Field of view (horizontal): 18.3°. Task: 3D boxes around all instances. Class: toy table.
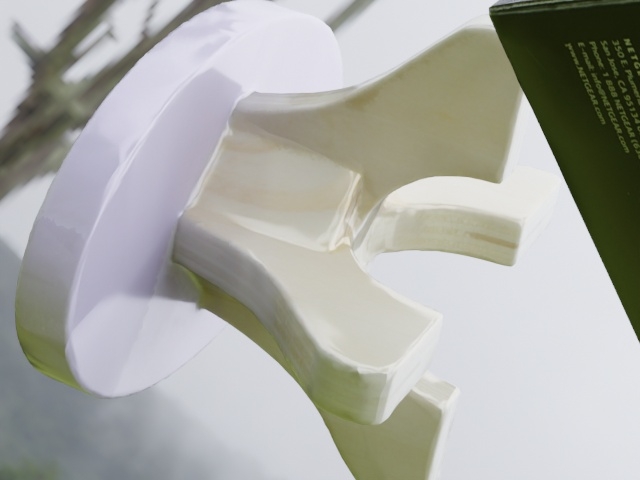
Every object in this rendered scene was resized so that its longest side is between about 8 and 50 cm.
[{"bbox_3d":[0.000,0.000,0.918,0.161,0.274,0.252,20,-51,17],"label":"toy table"}]

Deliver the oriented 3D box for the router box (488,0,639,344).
[{"bbox_3d":[0.199,0.017,0.462,0.081,0.243,0.309,3,-54,53],"label":"router box"}]
